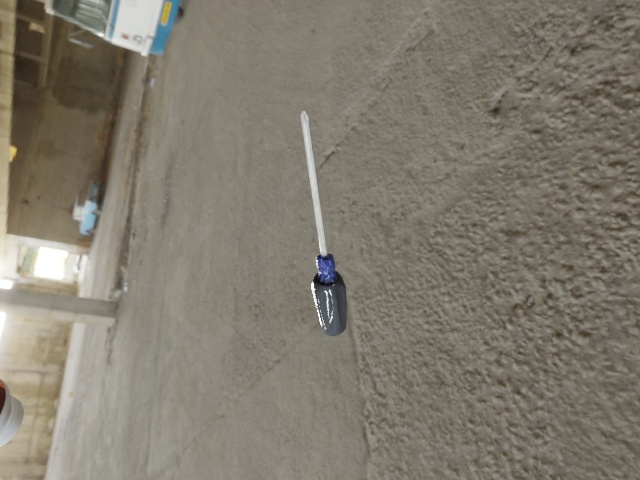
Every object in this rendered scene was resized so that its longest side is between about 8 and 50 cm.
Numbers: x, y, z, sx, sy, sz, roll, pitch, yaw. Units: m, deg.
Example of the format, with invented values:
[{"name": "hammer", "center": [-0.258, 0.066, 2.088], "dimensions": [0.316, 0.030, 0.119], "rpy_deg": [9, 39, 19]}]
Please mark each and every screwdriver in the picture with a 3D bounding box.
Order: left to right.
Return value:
[{"name": "screwdriver", "center": [0.000, 0.000, 0.344], "dimensions": [0.025, 0.024, 0.169], "rpy_deg": [-74, -19, -45]}]

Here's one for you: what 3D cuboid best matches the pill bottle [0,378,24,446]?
[{"name": "pill bottle", "center": [-0.403, 0.177, 0.609], "dimensions": [0.152, 0.086, 0.086], "rpy_deg": [70, -170, -53]}]
